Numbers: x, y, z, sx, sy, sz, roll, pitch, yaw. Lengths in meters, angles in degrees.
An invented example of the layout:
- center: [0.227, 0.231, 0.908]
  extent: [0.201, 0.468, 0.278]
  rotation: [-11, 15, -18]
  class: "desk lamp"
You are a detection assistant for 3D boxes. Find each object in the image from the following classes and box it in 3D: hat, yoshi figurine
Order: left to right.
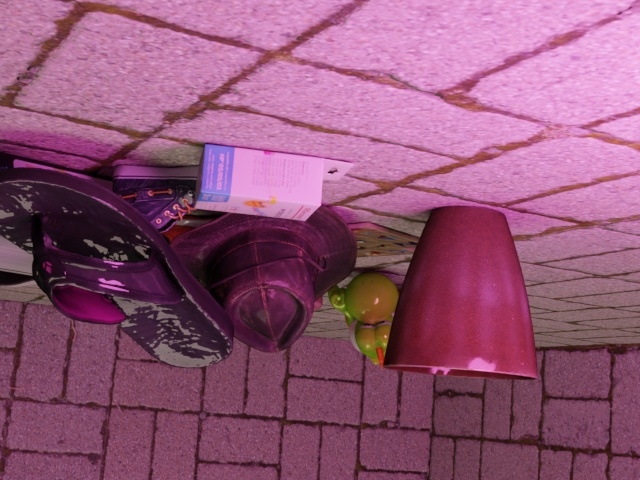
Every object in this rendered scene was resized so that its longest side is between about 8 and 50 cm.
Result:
- center: [-0.078, 0.084, 1.505]
  extent: [0.332, 0.133, 0.331]
  rotation: [-11, 146, -7]
  class: "hat"
- center: [0.121, 0.139, 2.148]
  extent: [0.203, 0.203, 0.362]
  rotation: [45, -176, -1]
  class: "yoshi figurine"

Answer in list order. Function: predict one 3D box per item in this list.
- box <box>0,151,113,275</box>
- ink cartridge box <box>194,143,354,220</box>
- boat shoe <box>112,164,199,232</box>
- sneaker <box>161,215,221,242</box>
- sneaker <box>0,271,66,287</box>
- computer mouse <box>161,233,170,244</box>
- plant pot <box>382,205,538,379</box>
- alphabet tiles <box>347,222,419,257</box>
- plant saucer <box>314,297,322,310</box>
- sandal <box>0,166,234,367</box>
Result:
- center: [-0.387, -0.027, 1.371]
  extent: [0.290, 0.087, 0.169]
  rotation: [13, 145, -39]
  class: "box"
- center: [-0.058, -0.067, 1.221]
  extent: [0.182, 0.061, 0.104]
  rotation: [6, 170, -10]
  class: "ink cartridge box"
- center: [-0.186, -0.051, 1.306]
  extent: [0.184, 0.083, 0.065]
  rotation: [2, 170, 13]
  class: "boat shoe"
- center: [-0.205, 0.028, 1.628]
  extent: [0.221, 0.128, 0.087]
  rotation: [-2, 168, 33]
  class: "sneaker"
- center: [-0.527, 0.057, 1.987]
  extent: [0.296, 0.123, 0.178]
  rotation: [0, 159, 19]
  class: "sneaker"
- center: [-0.371, 0.015, 1.587]
  extent: [0.262, 0.060, 0.184]
  rotation: [15, 156, -19]
  class: "computer mouse"
- center: [0.205, 0.074, 1.416]
  extent: [0.216, 0.230, 0.215]
  rotation: [5, 170, 1]
  class: "plant pot"
- center: [0.000, 0.000, 1.721]
  extent: [0.343, 0.011, 0.285]
  rotation: [-5, 167, 41]
  class: "alphabet tiles"
- center: [-0.159, 0.091, 2.094]
  extent: [0.332, 0.084, 0.332]
  rotation: [5, 170, 1]
  class: "plant saucer"
- center: [-0.258, 0.062, 1.296]
  extent: [0.168, 0.107, 0.446]
  rotation: [-21, 136, 24]
  class: "sandal"
